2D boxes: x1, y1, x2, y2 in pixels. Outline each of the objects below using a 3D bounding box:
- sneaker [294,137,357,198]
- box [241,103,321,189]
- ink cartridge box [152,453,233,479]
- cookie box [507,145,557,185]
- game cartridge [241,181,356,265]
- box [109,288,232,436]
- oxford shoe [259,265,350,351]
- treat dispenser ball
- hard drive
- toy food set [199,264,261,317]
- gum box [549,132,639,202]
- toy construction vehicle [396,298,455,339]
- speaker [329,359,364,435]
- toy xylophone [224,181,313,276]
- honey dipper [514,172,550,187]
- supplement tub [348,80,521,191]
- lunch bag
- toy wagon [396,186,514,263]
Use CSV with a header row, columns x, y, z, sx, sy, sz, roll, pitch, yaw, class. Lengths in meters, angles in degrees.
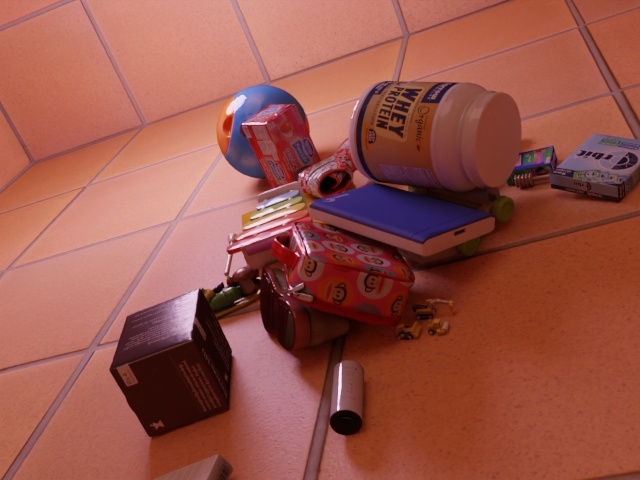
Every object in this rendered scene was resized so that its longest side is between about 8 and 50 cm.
x,y,z,sx,sy,sz,roll,pitch,yaw,class
0.072,-0.196,2.090,0.270,0.090,0.145,-31,27,-15,sneaker
-0.096,-0.245,2.226,0.122,0.257,0.128,-40,29,-28,box
-0.235,0.428,1.258,0.179,0.045,0.145,-31,18,31,ink cartridge box
0.487,-0.173,1.829,0.107,0.040,0.092,-11,28,27,cookie box
-0.047,-0.053,2.052,0.323,0.053,0.285,-19,24,2,game cartridge
-0.278,0.230,1.519,0.167,0.168,0.203,-20,25,5,box
-0.043,0.137,1.616,0.130,0.123,0.348,-2,18,-18,oxford shoe
-0.176,-0.334,2.440,0.288,0.288,0.288,-19,24,9,treat dispenser ball
0.159,-0.049,1.601,0.210,0.040,0.318,-18,26,-37,hard drive
-0.202,0.102,1.833,0.218,0.071,0.128,-24,24,-2,toy food set
0.602,-0.157,1.670,0.184,0.041,0.157,-38,37,-28,gum box
0.191,0.142,1.449,0.098,0.035,0.086,-7,29,32,toy construction vehicle
0.045,0.259,1.313,0.055,0.055,0.136,-18,25,12,speaker
-0.127,-0.022,1.836,0.236,0.081,0.323,-22,22,4,toy xylophone
0.516,-0.143,1.762,0.160,0.030,0.030,-7,28,24,honey dipper
0.243,-0.224,1.691,0.316,0.228,0.228,11,40,40,supplement tub
0.030,0.049,1.522,0.258,0.120,0.293,15,14,-9,lunch bag
0.292,-0.081,1.731,0.344,0.068,0.267,-40,37,-24,toy wagon
